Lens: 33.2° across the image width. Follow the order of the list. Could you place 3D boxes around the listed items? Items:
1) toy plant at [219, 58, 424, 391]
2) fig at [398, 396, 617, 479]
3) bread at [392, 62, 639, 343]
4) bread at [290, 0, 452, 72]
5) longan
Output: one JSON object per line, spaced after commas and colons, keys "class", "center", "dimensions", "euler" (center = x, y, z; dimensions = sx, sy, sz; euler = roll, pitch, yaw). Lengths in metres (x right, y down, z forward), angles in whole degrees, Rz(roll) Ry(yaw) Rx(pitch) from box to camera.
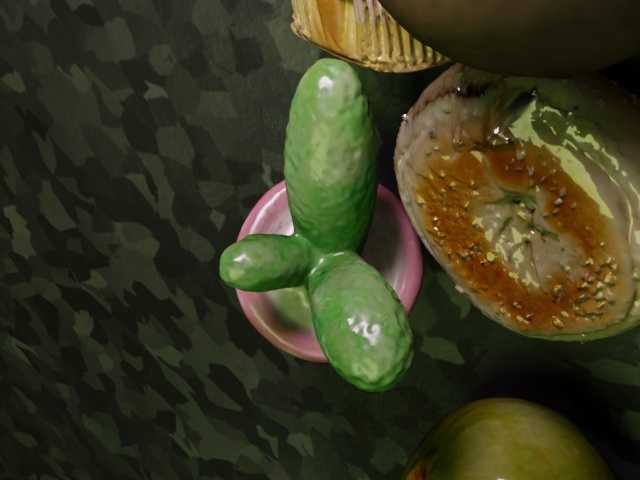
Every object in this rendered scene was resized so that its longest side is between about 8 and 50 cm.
{"class": "toy plant", "center": [0.004, 0.000, 1.154], "dimensions": [0.356, 0.210, 0.317], "euler": [73, -171, -85]}
{"class": "fig", "center": [0.237, 0.347, 1.262], "dimensions": [0.316, 0.316, 0.316], "euler": [25, 136, 26]}
{"class": "bread", "center": [0.218, -0.048, 1.026], "dimensions": [0.305, 0.159, 0.305], "euler": [30, 141, 27]}
{"class": "bread", "center": [0.052, -0.241, 1.028], "dimensions": [0.190, 0.132, 0.114], "euler": [27, 140, 41]}
{"class": "longan", "center": [0.160, -0.261, 0.820], "dimensions": [0.297, 0.297, 0.297], "euler": [25, 136, 26]}
